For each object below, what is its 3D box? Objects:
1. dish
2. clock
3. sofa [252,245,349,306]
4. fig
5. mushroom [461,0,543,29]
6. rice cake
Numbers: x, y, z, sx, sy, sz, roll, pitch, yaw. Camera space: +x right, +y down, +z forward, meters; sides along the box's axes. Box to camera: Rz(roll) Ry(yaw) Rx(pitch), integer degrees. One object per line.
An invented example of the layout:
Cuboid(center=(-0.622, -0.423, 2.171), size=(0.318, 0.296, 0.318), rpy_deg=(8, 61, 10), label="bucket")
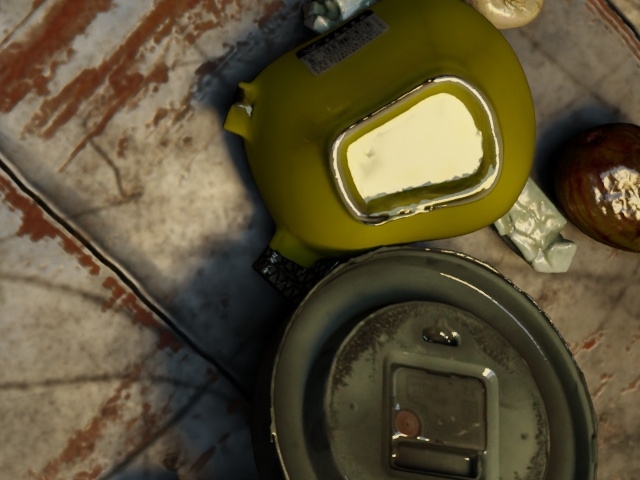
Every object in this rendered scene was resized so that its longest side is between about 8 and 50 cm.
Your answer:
Cuboid(center=(0.064, -0.081, 1.546), size=(0.262, 0.108, 0.221), rpy_deg=(-20, 106, -5), label="dish")
Cuboid(center=(0.087, 0.158, 1.541), size=(0.312, 0.061, 0.313), rpy_deg=(10, 66, -23), label="clock")
Cuboid(center=(0.000, 0.000, 1.633), size=(0.060, 0.039, 0.118), rpy_deg=(44, 83, -16), label="sofa")
Cuboid(center=(0.279, -0.033, 1.688), size=(0.109, 0.103, 0.155), rpy_deg=(-19, 115, 18), label="fig")
Cuboid(center=(0.163, -0.228, 1.636), size=(0.083, 0.067, 0.084), rpy_deg=(-5, 103, -23), label="mushroom")
Cuboid(center=(0.113, -0.098, 1.642), size=(0.063, 0.066, 0.336), rpy_deg=(-43, 107, 3), label="rice cake")
